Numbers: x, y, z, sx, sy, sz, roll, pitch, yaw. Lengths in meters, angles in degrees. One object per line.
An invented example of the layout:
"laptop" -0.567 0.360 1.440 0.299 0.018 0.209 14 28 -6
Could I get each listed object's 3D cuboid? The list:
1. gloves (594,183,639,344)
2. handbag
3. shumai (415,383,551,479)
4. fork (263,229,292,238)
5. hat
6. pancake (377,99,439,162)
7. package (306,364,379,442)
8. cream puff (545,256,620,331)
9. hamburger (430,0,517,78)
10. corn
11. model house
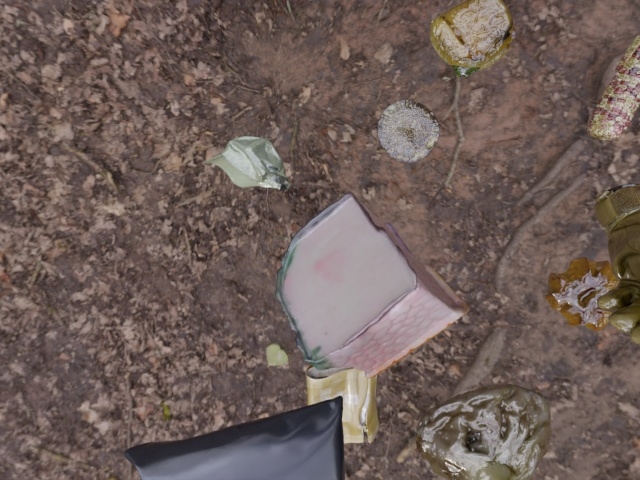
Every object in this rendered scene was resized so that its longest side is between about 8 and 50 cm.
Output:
"gloves" 0.554 0.046 0.675 0.141 0.330 0.154 32 139 -21
"handbag" -0.079 0.315 0.474 0.255 0.089 0.210 -7 89 -18
"shumai" 0.253 0.316 0.575 0.206 0.175 0.166 -23 125 6
"fork" 0.000 -0.002 0.808 0.236 0.039 0.021 10 75 -23
"hat" -0.138 -0.145 0.779 0.122 0.166 0.081 39 63 -38
"pancake" 0.269 -0.336 1.239 0.200 0.021 0.199 0 85 2
"package" 0.081 0.462 1.187 0.165 0.221 0.310 20 126 33
"cream puff" 0.955 0.200 1.466 0.241 0.155 0.268 -27 80 25
"hamburger" 0.403 -0.546 1.060 0.206 0.130 0.183 -32 84 -2
"corn" 0.834 -0.418 1.107 0.099 0.098 0.289 13 106 -10
"model house" 0.084 0.092 0.663 0.202 0.236 0.237 -45 132 12
